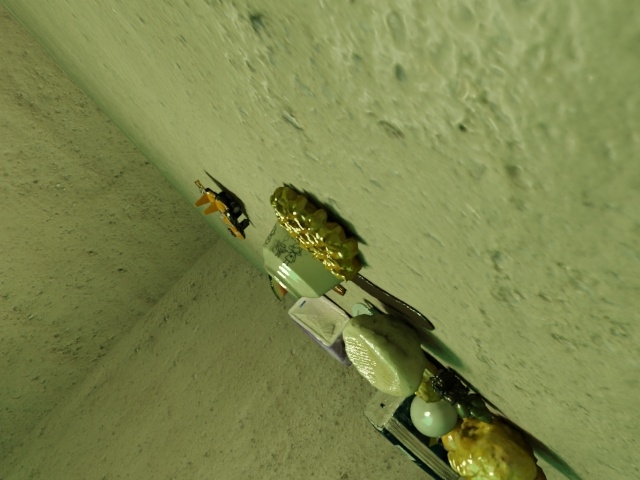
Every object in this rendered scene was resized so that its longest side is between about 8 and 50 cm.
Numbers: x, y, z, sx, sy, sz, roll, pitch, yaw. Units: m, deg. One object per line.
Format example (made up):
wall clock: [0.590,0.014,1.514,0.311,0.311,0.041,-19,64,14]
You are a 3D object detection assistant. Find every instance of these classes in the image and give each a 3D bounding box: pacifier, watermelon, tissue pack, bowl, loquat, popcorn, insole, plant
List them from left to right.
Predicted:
watermelon: [-0.167,0.147,1.862,0.137,0.145,0.193,34,168,16]
bowl: [-0.061,0.065,1.194,0.237,0.126,0.238,40,170,9]
tissue pack: [0.040,0.365,1.919,0.242,0.160,0.338,35,168,29]
pacifier: [0.124,0.242,1.237,0.150,0.116,0.127,38,148,30]
insole: [0.132,0.120,1.045,0.328,0.007,0.111,30,165,50]
tissue pack: [0.430,0.807,1.976,0.416,0.253,0.264,44,168,-6]
plant: [0.343,0.384,1.137,0.174,0.087,0.085,38,-156,5]
loquat: [0.478,0.665,1.576,0.141,0.141,0.141,41,169,10]
popcorn: [0.430,0.534,1.133,0.253,0.191,0.190,29,133,41]

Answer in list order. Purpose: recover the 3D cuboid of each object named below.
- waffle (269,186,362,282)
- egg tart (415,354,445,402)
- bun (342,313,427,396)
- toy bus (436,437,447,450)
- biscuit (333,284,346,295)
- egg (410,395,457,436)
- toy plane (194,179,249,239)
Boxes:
waffle: [0.001,-0.001,0.917,0.249,0.056,0.253,31,162,48]
egg tart: [0.260,0.366,1.308,0.279,0.095,0.279,41,171,8]
bun: [0.158,0.254,1.092,0.231,0.133,0.231,43,154,27]
toy bus: [0.551,0.768,1.758,0.136,0.126,0.209,36,170,-9]
biscuit: [0.025,0.122,1.399,0.130,0.019,0.119,46,169,-12]
egg: [0.371,0.561,1.513,0.151,0.151,0.209,38,166,22]
toy plane: [-0.313,-0.085,1.625,0.204,0.103,0.316,39,176,28]
